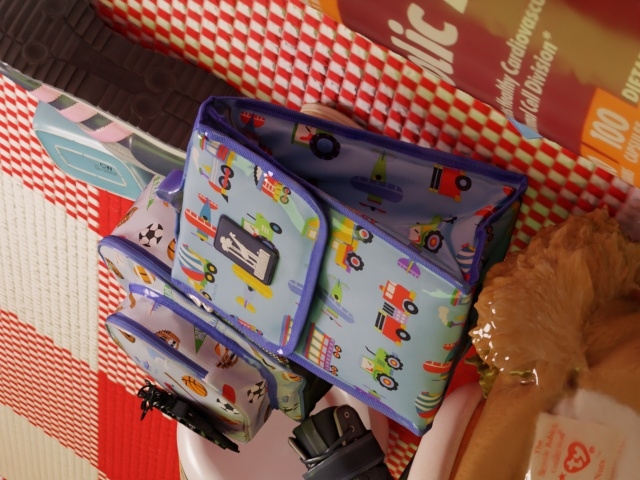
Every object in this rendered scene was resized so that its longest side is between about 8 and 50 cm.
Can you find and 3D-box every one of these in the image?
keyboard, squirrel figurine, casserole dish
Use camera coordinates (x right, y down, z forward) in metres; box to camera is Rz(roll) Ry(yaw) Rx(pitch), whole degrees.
[{"bbox_3d":[-0.145,0.180,1.937,0.100,0.038,0.192,40,170,-12],"label":"keyboard"},{"bbox_3d":[0.275,0.173,1.556,0.370,0.281,0.397,25,-140,-53],"label":"squirrel figurine"},{"bbox_3d":[-0.229,-0.090,2.030,0.188,0.037,0.114,19,153,34],"label":"casserole dish"}]

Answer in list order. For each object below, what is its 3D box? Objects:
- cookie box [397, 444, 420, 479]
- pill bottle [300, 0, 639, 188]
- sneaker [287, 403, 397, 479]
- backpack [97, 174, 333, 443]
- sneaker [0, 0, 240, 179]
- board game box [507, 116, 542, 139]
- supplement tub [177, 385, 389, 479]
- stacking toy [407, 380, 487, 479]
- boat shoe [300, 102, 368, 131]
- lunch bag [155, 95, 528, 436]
[{"bbox_3d":[0.127,0.271,2.155,0.040,0.092,0.107,40,158,-17],"label":"cookie box"},{"bbox_3d":[0.092,-0.202,1.083,0.392,0.224,0.224,30,157,14],"label":"pill bottle"},{"bbox_3d":[0.016,0.256,1.928,0.163,0.086,0.226,59,-159,-1],"label":"sneaker"},{"bbox_3d":[-0.098,0.060,1.936,0.263,0.213,0.276,43,162,12],"label":"backpack"},{"bbox_3d":[-0.216,-0.141,1.808,0.319,0.112,0.131,34,155,9],"label":"sneaker"},{"bbox_3d":[0.139,-0.157,1.353,0.211,0.039,0.160,47,156,-24],"label":"board game box"},{"bbox_3d":[-0.044,0.261,2.204,0.228,0.228,0.316,31,157,12],"label":"supplement tub"},{"bbox_3d":[0.313,0.339,1.845,0.480,0.350,0.350,9,150,16],"label":"stacking toy"},{"bbox_3d":[0.034,-0.047,1.697,0.170,0.059,0.063,46,156,-23],"label":"boat shoe"},{"bbox_3d":[0.000,0.000,1.645,0.293,0.138,0.221,24,143,10],"label":"lunch bag"}]
